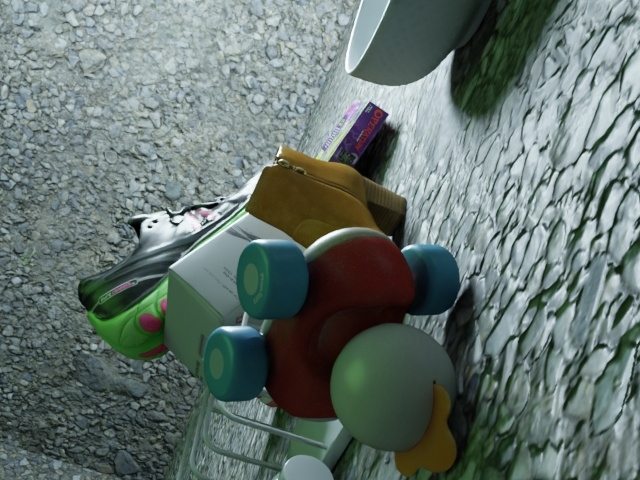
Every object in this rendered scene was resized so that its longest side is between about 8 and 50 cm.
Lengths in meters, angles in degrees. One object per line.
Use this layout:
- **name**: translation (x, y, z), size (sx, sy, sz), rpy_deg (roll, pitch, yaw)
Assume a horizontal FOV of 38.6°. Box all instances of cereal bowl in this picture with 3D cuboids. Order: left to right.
- **cereal bowl**: translation (0.156, -0.361, 1.246), size (0.339, 0.141, 0.339), rpy_deg (-160, 90, -82)

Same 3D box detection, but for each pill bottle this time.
- **pill bottle**: translation (-0.038, 0.333, 1.124), size (0.078, 0.078, 0.137), rpy_deg (-84, 16, -57)

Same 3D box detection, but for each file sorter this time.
- **file sorter**: translation (-0.067, 0.230, 1.229), size (0.193, 0.173, 0.278), rpy_deg (-82, 15, -52)

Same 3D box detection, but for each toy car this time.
- **toy car**: translation (0.044, 0.130, 0.846), size (0.238, 0.219, 0.210), rpy_deg (57, 134, 43)

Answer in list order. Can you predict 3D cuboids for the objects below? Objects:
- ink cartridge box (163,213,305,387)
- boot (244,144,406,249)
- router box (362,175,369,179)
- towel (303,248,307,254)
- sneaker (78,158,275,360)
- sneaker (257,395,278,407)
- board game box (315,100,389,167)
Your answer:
- **ink cartridge box**: translation (-0.091, 0.061, 1.379), size (0.289, 0.121, 0.211), rpy_deg (-37, -24, -33)
- **boot**: translation (0.000, -0.001, 1.186), size (0.295, 0.211, 0.104), rpy_deg (-81, 13, -50)
- **router box**: translation (0.029, -0.049, 1.668), size (0.179, 0.046, 0.133), rpy_deg (161, 130, -79)
- **towel**: translation (0.034, 0.022, 1.258), size (0.023, 0.113, 0.152), rpy_deg (-54, 17, 46)
- **sneaker**: translation (-0.205, -0.012, 1.527), size (0.483, 0.202, 0.185), rpy_deg (-42, -26, -38)
- **sneaker**: translation (-0.086, 0.165, 1.614), size (0.116, 0.136, 0.314), rpy_deg (-87, 19, -59)
- **board game box**: translation (0.032, -0.159, 1.678), size (0.208, 0.056, 0.347), rpy_deg (-59, 6, 6)
